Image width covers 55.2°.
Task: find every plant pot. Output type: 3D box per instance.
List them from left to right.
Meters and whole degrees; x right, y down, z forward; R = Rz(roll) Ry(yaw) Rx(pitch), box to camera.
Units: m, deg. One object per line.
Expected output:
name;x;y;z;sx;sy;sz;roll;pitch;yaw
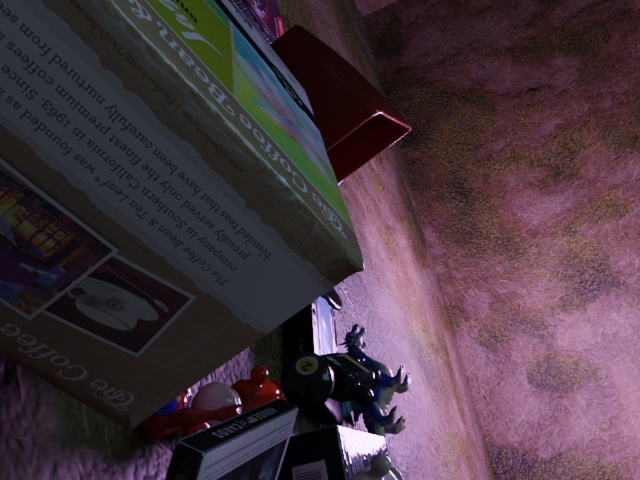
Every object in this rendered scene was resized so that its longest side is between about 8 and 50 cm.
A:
plant pot;-0.021;-0.243;1.168;0.236;0.267;0.267;59;19;8

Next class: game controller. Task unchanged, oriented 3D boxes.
game controller;-0.003;0.161;1.076;0.166;0.067;0.319;52;25;-44

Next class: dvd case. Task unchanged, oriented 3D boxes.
dvd case;-0.097;0.265;0.519;0.179;0.029;0.239;10;97;-69

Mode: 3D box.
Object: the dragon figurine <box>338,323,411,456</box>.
dragon figurine;0.085;0.303;1.148;0.085;0.143;0.289;49;46;-52

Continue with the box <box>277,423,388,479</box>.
box;0.028;0.360;0.879;0.207;0.108;0.153;43;32;-57

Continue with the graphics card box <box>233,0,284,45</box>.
graphics card box;-0.196;-0.540;1.222;0.371;0.094;0.233;43;32;-54

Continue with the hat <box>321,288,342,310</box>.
hat;-0.100;-0.021;0.872;0.332;0.133;0.331;63;0;1

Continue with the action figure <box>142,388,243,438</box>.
action figure;-0.153;0.093;0.594;0.091;0.138;0.281;-74;143;-61

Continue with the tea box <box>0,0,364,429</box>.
tea box;-0.170;-0.107;0.446;0.329;0.220;0.324;45;18;-32

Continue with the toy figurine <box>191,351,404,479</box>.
toy figurine;-0.028;0.236;0.685;0.148;0.212;0.210;15;59;-58
